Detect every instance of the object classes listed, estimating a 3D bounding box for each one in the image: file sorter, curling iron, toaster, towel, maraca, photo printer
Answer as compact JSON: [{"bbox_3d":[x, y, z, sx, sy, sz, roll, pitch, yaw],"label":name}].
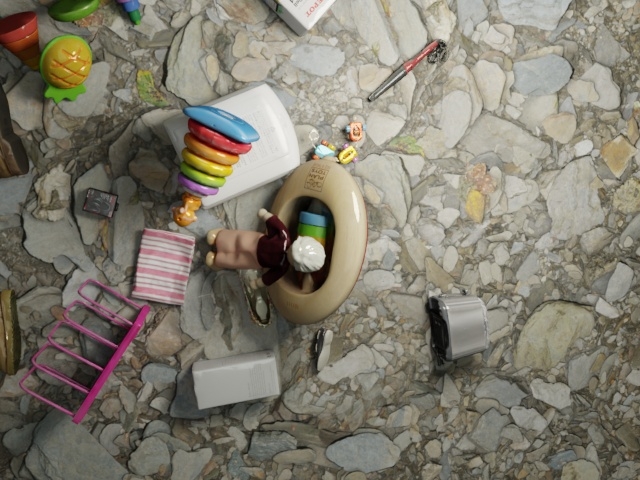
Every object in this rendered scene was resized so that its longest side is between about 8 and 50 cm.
[{"bbox_3d":[-0.601,0.270,1.610,0.182,0.202,0.290,33,91,-11],"label":"file sorter"},{"bbox_3d":[0.248,-0.470,1.752,0.274,0.035,0.068,-35,104,-5],"label":"curling iron"},{"bbox_3d":[0.407,0.257,1.852,0.147,0.129,0.226,-10,99,-12],"label":"toaster"},{"bbox_3d":[-0.425,0.073,1.702,0.144,0.029,0.196,11,96,-12],"label":"towel"},{"bbox_3d":[-0.619,-0.414,1.530,0.127,0.099,0.185,-16,144,-36],"label":"maraca"},{"bbox_3d":[-0.219,-0.254,1.652,0.308,0.107,0.255,-25,103,-7],"label":"photo printer"}]

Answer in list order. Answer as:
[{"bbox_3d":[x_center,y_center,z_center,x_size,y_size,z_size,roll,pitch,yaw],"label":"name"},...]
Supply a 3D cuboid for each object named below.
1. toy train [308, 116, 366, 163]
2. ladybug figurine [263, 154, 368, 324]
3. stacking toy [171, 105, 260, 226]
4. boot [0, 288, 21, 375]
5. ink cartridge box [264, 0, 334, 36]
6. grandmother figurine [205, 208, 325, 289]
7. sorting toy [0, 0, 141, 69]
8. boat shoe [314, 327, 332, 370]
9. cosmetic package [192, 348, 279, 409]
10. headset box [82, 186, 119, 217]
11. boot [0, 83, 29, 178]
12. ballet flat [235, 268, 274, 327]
[{"bbox_3d":[0.047,-0.271,1.739,0.167,0.046,0.125,-12,100,-13],"label":"toy train"},{"bbox_3d":[0.000,0.000,1.673,0.162,0.305,0.448,1,104,-56],"label":"ladybug figurine"},{"bbox_3d":[-0.284,-0.167,1.531,0.175,0.166,0.301,25,104,1],"label":"stacking toy"},{"bbox_3d":[-0.916,0.238,1.601,0.270,0.089,0.235,-4,89,-11],"label":"boot"},{"bbox_3d":[-0.073,-0.697,1.608,0.278,0.117,0.201,42,89,-15],"label":"ink cartridge box"},{"bbox_3d":[-0.140,0.023,1.616,0.343,0.104,0.207,6,103,33],"label":"grandmother figurine"},{"bbox_3d":[-0.608,-0.522,1.551,0.366,0.127,0.126,-23,132,-10],"label":"sorting toy"},{"bbox_3d":[0.002,0.314,1.823,0.046,0.038,0.125,-6,110,-53],"label":"boat shoe"},{"bbox_3d":[-0.236,0.387,1.763,0.231,0.085,0.117,-7,100,-9],"label":"cosmetic package"},{"bbox_3d":[-0.570,-0.097,1.643,0.083,0.032,0.062,17,95,-12],"label":"headset box"},{"bbox_3d":[-0.818,-0.298,1.529,0.115,0.112,0.305,-11,103,1],"label":"boot"},{"bbox_3d":[-0.175,0.132,1.738,0.091,0.077,0.240,-18,101,-8],"label":"ballet flat"}]
